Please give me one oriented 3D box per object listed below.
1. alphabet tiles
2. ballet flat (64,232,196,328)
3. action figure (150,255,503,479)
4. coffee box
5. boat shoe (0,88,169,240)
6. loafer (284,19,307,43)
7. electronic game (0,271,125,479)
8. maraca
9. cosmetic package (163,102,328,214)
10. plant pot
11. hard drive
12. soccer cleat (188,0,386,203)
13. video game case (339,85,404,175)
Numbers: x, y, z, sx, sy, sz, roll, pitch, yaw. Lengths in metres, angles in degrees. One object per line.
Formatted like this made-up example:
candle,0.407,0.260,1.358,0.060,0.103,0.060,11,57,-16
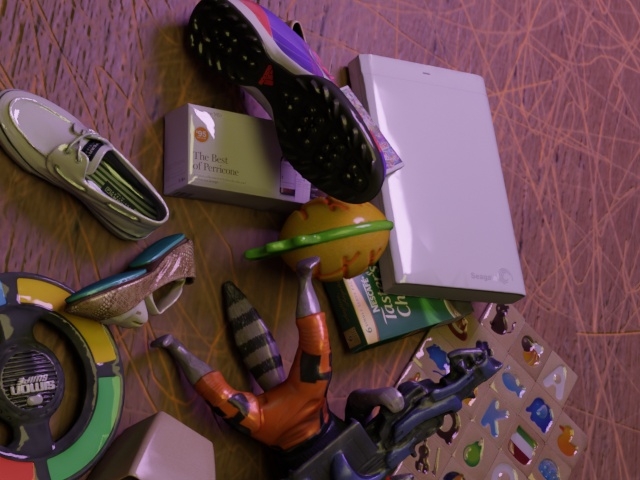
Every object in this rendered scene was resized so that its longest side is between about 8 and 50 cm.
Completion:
alphabet tiles,0.205,0.244,1.946,0.285,0.011,0.342,45,56,-18
ballet flat,-0.192,0.054,1.647,0.206,0.073,0.067,-33,108,-52
action figure,0.018,0.179,1.730,0.341,0.178,0.330,-31,103,-12
coffee box,0.095,0.062,1.886,0.184,0.040,0.113,-12,78,-38
boat shoe,-0.252,-0.090,1.658,0.226,0.076,0.083,38,58,-22
loafer,-0.026,-0.206,1.876,0.045,0.039,0.125,-16,88,-38
electronic game,-0.303,0.145,1.577,0.229,0.048,0.229,10,72,-34
maraca,0.000,0.000,1.760,0.186,0.127,0.099,-10,82,-38
cosmetic package,-0.066,-0.089,1.804,0.239,0.060,0.099,8,72,-35
plant pot,-0.171,0.244,1.617,0.109,0.109,0.096,37,48,-23
hard drive,0.145,-0.076,1.933,0.203,0.040,0.307,6,64,-33
soccer cleat,-0.018,-0.169,1.767,0.318,0.108,0.116,46,32,23
video game case,0.039,-0.125,1.846,0.087,0.011,0.122,-27,79,-47
